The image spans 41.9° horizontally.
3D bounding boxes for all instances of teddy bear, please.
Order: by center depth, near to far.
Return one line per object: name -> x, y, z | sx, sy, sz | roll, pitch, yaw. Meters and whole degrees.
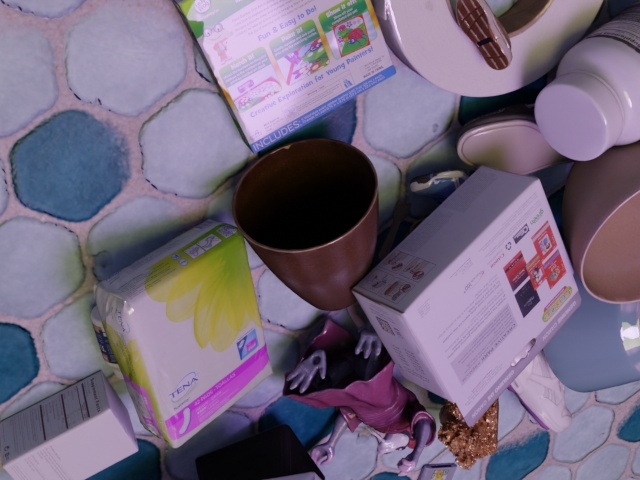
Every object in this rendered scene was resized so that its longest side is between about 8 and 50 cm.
teddy bear -> 0.265, 0.274, 1.500 | 0.113, 0.245, 0.338 | 4, 158, 14

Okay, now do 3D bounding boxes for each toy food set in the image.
toy food set -> 0.202, 0.003, 1.456 | 0.192, 0.038, 0.132 | 8, 114, -28

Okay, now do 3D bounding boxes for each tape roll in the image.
tape roll -> 0.255, -0.404, 1.226 | 0.391, 0.072, 0.392 | -11, 122, -18

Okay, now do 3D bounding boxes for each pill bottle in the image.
pill bottle -> -0.309, 0.153, 1.289 | 0.067, 0.067, 0.120 | -17, 123, -15
pill bottle -> 0.481, -0.258, 1.298 | 0.318, 0.176, 0.176 | -36, 129, -25

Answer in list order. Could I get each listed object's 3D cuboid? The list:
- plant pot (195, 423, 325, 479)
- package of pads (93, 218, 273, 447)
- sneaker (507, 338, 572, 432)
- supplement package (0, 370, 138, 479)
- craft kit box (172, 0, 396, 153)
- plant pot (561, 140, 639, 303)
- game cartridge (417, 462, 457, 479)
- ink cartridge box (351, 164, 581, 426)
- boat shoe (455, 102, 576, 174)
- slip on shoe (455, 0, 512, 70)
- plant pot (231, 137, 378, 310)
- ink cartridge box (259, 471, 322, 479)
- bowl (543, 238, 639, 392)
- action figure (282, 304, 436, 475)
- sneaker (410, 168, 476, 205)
plant pot -> -0.098, 0.473, 1.484 | 0.187, 0.167, 0.188 | -23, 127, 8
package of pads -> -0.202, 0.143, 1.269 | 0.229, 0.101, 0.297 | -34, 129, -34
sneaker -> 0.459, 0.281, 1.688 | 0.152, 0.114, 0.305 | -40, 126, 3
supplement package -> -0.396, 0.309, 1.315 | 0.179, 0.105, 0.105 | -27, 125, -8
craft kit box -> -0.044, -0.285, 1.169 | 0.249, 0.061, 0.247 | -30, 128, -7
plant pot -> 0.512, -0.062, 1.372 | 0.284, 0.191, 0.284 | -11, 134, -12
game cartridge -> 0.248, 0.501, 1.780 | 0.083, 0.017, 0.056 | 4, 120, -27
ink cartridge box -> 0.243, 0.088, 1.315 | 0.309, 0.130, 0.272 | -42, 123, -18
boat shoe -> 0.367, -0.182, 1.408 | 0.335, 0.096, 0.112 | -5, 132, -17
slip on shoe -> 0.240, -0.310, 1.207 | 0.135, 0.051, 0.041 | 48, 53, -29
plant pot -> 0.000, 0.000, 1.279 | 0.215, 0.215, 0.230 | -28, 140, -8
ink cartridge box -> -0.120, 0.524, 1.385 | 0.384, 0.091, 0.308 | -13, 129, 22
bowl -> 0.558, 0.132, 1.535 | 0.311, 0.163, 0.312 | 1, 88, -38
action figure -> 0.090, 0.273, 1.511 | 0.370, 0.248, 0.276 | 48, 52, -46
sneaker -> 0.244, -0.071, 1.394 | 0.211, 0.080, 0.081 | 7, 84, -25
